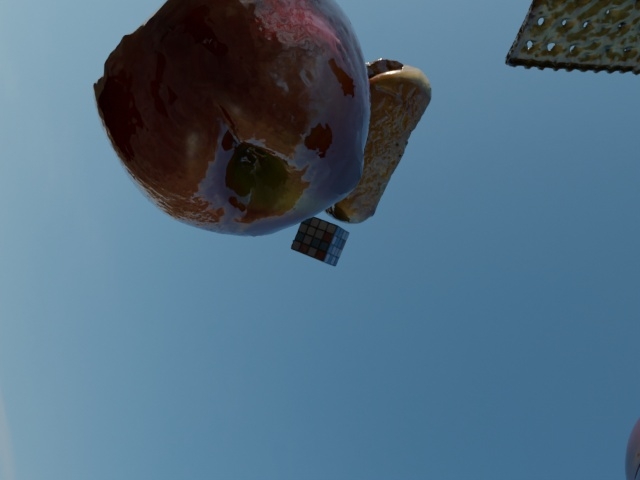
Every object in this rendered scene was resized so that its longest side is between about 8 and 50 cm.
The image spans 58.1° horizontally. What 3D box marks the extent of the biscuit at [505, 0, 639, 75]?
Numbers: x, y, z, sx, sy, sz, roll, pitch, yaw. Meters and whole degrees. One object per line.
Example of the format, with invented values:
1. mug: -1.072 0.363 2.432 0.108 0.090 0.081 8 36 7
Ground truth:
1. biscuit: 0.289 -0.211 0.534 0.144 0.204 0.016 95 -6 -58

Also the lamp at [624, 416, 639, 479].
1. lamp: 0.402 0.189 0.445 0.303 0.303 0.256 -24 -75 45

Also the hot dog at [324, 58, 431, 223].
1. hot dog: 0.074 -0.250 1.356 0.404 0.223 0.185 -64 -153 9

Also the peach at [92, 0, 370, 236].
1. peach: -0.083 -0.170 0.603 0.281 0.281 0.338 -52 -142 37

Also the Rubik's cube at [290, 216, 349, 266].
1. Rubik's cube: 0.000 0.000 1.365 0.092 0.092 0.092 22 -92 23
